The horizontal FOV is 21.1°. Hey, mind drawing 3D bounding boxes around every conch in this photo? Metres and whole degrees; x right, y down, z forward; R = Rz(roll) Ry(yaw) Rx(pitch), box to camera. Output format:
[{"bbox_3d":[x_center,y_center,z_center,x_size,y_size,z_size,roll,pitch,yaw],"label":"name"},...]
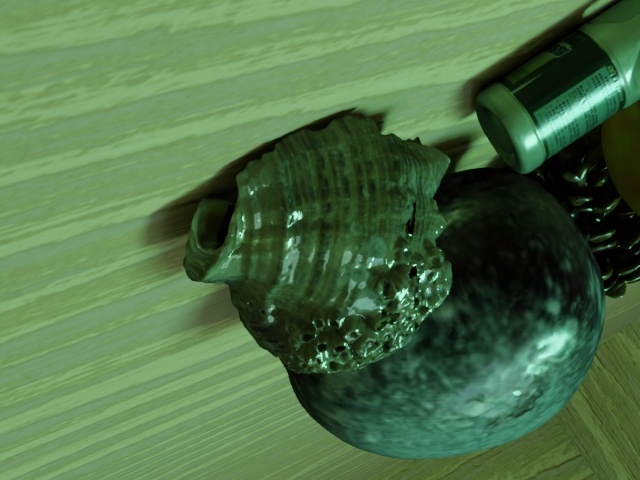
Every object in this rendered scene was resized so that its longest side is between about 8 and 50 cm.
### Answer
[{"bbox_3d":[0.000,0.000,1.143,0.245,0.163,0.178,18,96,-54],"label":"conch"}]

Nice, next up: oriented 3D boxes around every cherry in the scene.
[{"bbox_3d":[0.106,0.061,1.389,0.296,0.218,0.255,-18,162,-18],"label":"cherry"}]

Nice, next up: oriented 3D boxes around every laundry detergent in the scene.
[{"bbox_3d":[0.223,-0.136,1.258,0.225,0.070,0.099,-32,161,-2],"label":"laundry detergent"}]

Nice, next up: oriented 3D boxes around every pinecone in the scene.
[{"bbox_3d":[0.224,-0.020,1.534,0.173,0.174,0.173,-32,168,-8],"label":"pinecone"}]

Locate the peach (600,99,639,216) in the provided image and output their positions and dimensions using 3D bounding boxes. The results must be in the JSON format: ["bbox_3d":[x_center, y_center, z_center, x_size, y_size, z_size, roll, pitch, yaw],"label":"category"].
[{"bbox_3d":[0.322,-0.095,1.427,0.197,0.197,0.197,-32,168,-8],"label":"peach"}]
